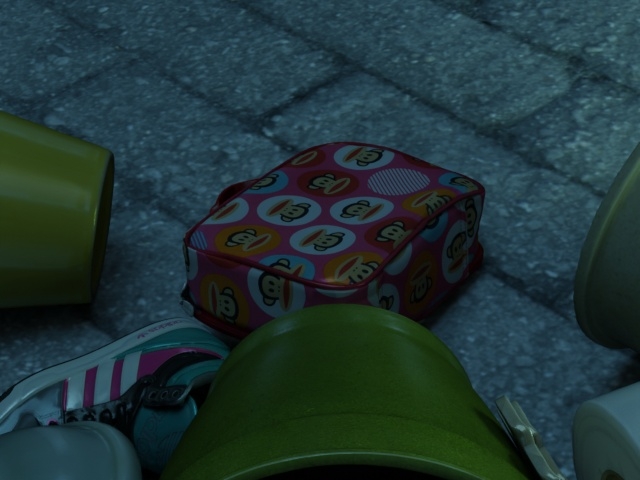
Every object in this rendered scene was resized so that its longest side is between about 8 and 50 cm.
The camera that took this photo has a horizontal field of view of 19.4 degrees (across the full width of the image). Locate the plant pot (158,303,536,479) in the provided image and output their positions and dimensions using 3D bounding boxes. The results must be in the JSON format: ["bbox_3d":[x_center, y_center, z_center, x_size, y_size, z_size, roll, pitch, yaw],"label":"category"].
[{"bbox_3d":[0.020,0.227,1.460,0.367,0.366,0.353,-7,26,3],"label":"plant pot"}]

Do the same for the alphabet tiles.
[{"bbox_3d":[0.213,0.247,1.417,0.021,0.278,0.284,-30,38,1],"label":"alphabet tiles"}]

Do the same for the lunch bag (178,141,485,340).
[{"bbox_3d":[0.000,0.000,1.885,0.258,0.120,0.293,18,34,30],"label":"lunch bag"}]

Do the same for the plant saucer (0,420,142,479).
[{"bbox_3d":[-0.317,0.278,1.477,0.400,0.100,0.400,-35,24,18],"label":"plant saucer"}]

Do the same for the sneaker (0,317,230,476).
[{"bbox_3d":[-0.178,0.184,1.720,0.295,0.123,0.178,-30,32,-26],"label":"sneaker"}]

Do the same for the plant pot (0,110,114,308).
[{"bbox_3d":[-0.344,-0.031,1.947,0.239,0.254,0.254,8,38,-1],"label":"plant pot"}]

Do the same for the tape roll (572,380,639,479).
[{"bbox_3d":[0.322,0.212,1.458,0.169,0.246,0.246,-20,38,-11],"label":"tape roll"}]

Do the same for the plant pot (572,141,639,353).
[{"bbox_3d":[0.447,0.038,1.636,0.334,0.333,0.305,-33,54,-27],"label":"plant pot"}]
